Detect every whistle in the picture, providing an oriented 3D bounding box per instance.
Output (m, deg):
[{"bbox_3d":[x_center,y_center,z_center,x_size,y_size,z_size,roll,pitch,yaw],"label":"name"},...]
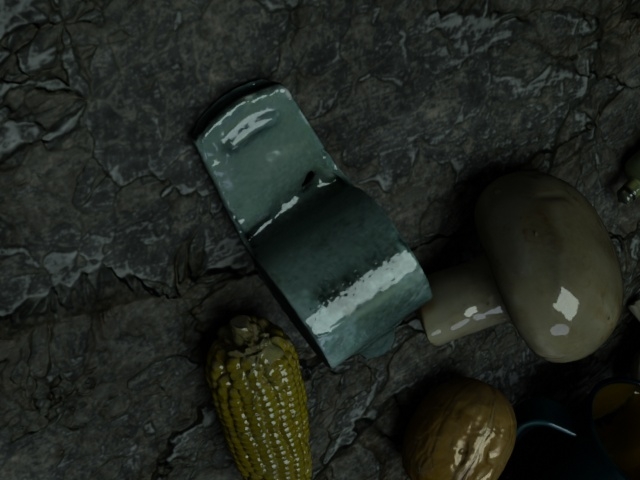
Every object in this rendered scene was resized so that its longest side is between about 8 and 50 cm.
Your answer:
[{"bbox_3d":[-0.013,-0.014,1.586,0.168,0.188,0.404,-34,96,-7],"label":"whistle"}]

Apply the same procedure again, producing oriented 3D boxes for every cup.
[{"bbox_3d":[0.431,0.401,1.990,0.308,0.242,0.292,3,139,-31],"label":"cup"}]

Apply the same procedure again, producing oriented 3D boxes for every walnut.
[{"bbox_3d":[0.216,0.306,1.898,0.165,0.165,0.197,15,98,-38],"label":"walnut"}]

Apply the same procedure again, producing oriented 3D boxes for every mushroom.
[{"bbox_3d":[0.282,0.059,1.777,0.290,0.292,0.292,-25,134,21],"label":"mushroom"}]

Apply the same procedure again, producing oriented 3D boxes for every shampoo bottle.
[{"bbox_3d":[0.528,-0.117,1.920,0.162,0.079,0.079,-41,130,-8],"label":"shampoo bottle"}]

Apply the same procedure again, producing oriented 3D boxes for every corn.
[{"bbox_3d":[-0.079,0.237,1.686,0.130,0.130,0.347,-25,131,-20],"label":"corn"}]

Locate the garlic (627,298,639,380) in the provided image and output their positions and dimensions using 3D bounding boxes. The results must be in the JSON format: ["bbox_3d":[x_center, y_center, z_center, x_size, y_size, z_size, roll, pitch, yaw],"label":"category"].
[{"bbox_3d":[0.600,0.186,2.085,0.218,0.218,0.212,-38,101,-10],"label":"garlic"}]
